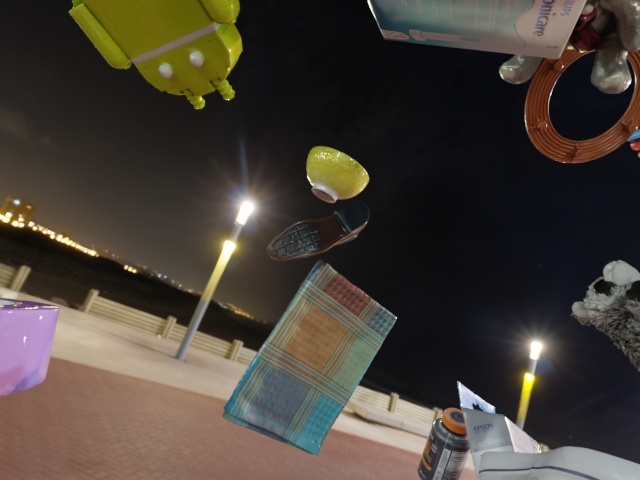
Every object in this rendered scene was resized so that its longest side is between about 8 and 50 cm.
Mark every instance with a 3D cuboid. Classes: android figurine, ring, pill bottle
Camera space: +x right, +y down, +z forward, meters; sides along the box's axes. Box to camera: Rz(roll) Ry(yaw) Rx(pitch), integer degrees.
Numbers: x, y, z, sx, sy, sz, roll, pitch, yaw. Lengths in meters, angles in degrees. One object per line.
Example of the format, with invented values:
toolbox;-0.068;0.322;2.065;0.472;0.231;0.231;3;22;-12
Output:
android figurine;-0.216;-0.299;0.550;0.248;0.056;0.273;-3;-41;29
ring;0.676;-0.352;1.026;0.337;0.336;0.032;24;23;-14
pill bottle;0.404;0.661;1.324;0.131;0.245;0.130;12;15;-3

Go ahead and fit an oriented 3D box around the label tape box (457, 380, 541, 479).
label tape box;0.480;0.551;1.052;0.115;0.347;0.249;-27;-50;29

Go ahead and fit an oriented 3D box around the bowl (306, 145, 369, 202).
bowl;0.047;-0.257;1.791;0.289;0.156;0.289;27;-13;7

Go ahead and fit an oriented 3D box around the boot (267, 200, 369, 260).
boot;0.000;0.000;0.866;0.219;0.082;0.106;-22;-20;-7

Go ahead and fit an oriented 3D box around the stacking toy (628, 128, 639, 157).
stacking toy;1.193;-0.257;1.428;0.166;0.301;0.175;-17;-3;40

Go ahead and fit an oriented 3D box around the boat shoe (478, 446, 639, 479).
boat shoe;0.242;0.268;0.413;0.095;0.084;0.258;26;-29;6

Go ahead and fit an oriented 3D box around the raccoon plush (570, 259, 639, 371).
raccoon plush;0.653;0.247;0.831;0.216;0.446;0.299;10;-18;6

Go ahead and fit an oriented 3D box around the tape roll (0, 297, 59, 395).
tape roll;-0.447;0.102;0.445;0.275;0.090;0.275;7;-8;1

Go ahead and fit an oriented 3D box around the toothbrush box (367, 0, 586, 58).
toothbrush box;0.225;-0.380;0.602;0.296;0.126;0.216;18;7;20

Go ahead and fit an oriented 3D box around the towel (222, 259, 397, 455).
towel;-0.008;0.263;0.901;0.271;0.370;0.040;38;-10;-29

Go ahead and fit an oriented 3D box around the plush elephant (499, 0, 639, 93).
plush elephant;0.498;-0.464;0.813;0.255;0.330;0.272;-14;37;-44
